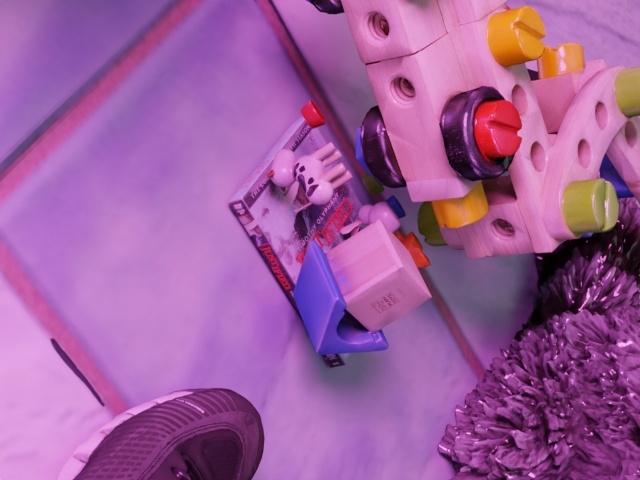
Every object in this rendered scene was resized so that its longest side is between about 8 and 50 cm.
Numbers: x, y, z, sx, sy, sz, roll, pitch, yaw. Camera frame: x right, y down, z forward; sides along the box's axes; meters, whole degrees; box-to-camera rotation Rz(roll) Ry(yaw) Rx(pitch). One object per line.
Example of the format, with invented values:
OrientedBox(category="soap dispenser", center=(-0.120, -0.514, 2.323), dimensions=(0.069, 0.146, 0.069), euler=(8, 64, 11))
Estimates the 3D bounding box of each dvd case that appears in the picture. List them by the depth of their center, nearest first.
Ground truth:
OrientedBox(category="dvd case", center=(0.000, 0.000, 0.670), dimensions=(0.119, 0.013, 0.087), euler=(59, 42, -22))

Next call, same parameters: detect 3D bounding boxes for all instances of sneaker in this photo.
OrientedBox(category="sneaker", center=(-0.077, 0.127, 0.463), dimensions=(0.234, 0.106, 0.078), euler=(-32, 107, -51))

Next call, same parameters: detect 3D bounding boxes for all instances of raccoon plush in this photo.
OrientedBox(category="raccoon plush", center=(0.251, 0.098, 0.730), dimensions=(0.216, 0.299, 0.447), euler=(22, 64, -47))

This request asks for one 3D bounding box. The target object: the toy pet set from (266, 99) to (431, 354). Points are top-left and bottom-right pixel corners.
OrientedBox(category="toy pet set", center=(0.012, 0.006, 0.642), dimensions=(0.122, 0.065, 0.114), euler=(44, 17, -49))

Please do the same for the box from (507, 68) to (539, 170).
OrientedBox(category="box", center=(0.131, -0.086, 0.827), dimensions=(0.083, 0.052, 0.062), euler=(4, 77, -50))

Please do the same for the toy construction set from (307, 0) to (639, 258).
OrientedBox(category="toy construction set", center=(0.087, -0.126, 0.669), dimensions=(0.215, 0.151, 0.328), euler=(-38, 99, -43))
